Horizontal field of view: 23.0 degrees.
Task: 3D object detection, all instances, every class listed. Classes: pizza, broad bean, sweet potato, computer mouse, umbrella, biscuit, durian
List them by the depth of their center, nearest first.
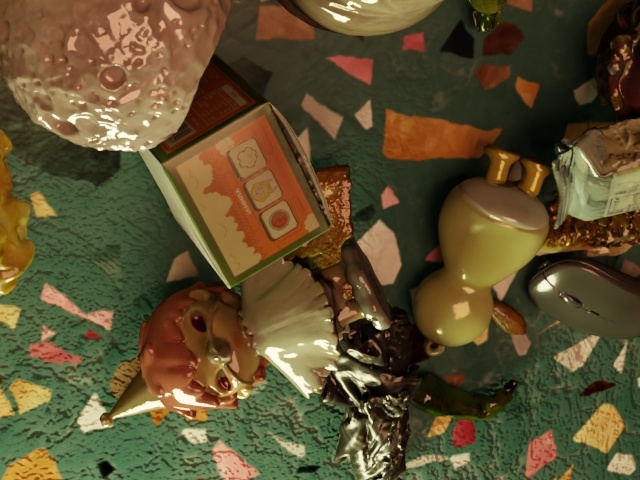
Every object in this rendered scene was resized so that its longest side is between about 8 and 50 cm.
[{"bbox_3d":[0.000,0.000,1.923,0.176,0.036,0.185,41,95,-10],"label":"pizza"},{"bbox_3d":[0.436,-0.106,1.947,0.309,0.079,0.186,-13,152,0],"label":"biscuit"},{"bbox_3d":[0.051,0.216,2.028,0.128,0.154,0.337,-35,146,-34],"label":"umbrella"},{"bbox_3d":[0.358,-0.021,2.069,0.224,0.078,0.140,-21,119,-15],"label":"durian"},{"bbox_3d":[0.248,0.103,2.102,0.095,0.034,0.034,35,96,-34],"label":"sweet potato"},{"bbox_3d":[0.177,0.211,2.113,0.195,0.046,0.061,4,103,-28],"label":"broad bean"},{"bbox_3d":[0.388,0.084,2.119,0.232,0.057,0.120,21,141,-30],"label":"computer mouse"}]

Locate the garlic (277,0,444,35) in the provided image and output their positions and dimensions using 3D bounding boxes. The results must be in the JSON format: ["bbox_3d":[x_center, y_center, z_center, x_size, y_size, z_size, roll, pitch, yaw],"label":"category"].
[{"bbox_3d":[0.034,-0.351,1.662,0.259,0.317,0.317,-15,117,-24],"label":"garlic"}]

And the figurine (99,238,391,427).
[{"bbox_3d":[-0.110,0.118,1.861,0.387,0.166,0.207,-22,98,13],"label":"figurine"}]

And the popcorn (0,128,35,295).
[{"bbox_3d":[-0.417,-0.004,1.695,0.253,0.190,0.191,-33,91,5],"label":"popcorn"}]

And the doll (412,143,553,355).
[{"bbox_3d":[0.196,0.020,2.008,0.141,0.117,0.296,16,119,-21],"label":"doll"}]

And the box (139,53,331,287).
[{"bbox_3d":[-0.107,-0.084,1.774,0.148,0.195,0.177,-32,120,-8],"label":"box"}]

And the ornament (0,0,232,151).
[{"bbox_3d":[-0.222,-0.226,1.633,0.225,0.259,0.259,22,103,-9],"label":"ornament"}]

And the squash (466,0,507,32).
[{"bbox_3d":[0.159,-0.378,1.834,0.318,0.080,0.071,58,46,-32],"label":"squash"}]

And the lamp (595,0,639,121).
[{"bbox_3d":[0.437,-0.235,1.984,0.215,0.151,0.223,-60,153,4],"label":"lamp"}]
